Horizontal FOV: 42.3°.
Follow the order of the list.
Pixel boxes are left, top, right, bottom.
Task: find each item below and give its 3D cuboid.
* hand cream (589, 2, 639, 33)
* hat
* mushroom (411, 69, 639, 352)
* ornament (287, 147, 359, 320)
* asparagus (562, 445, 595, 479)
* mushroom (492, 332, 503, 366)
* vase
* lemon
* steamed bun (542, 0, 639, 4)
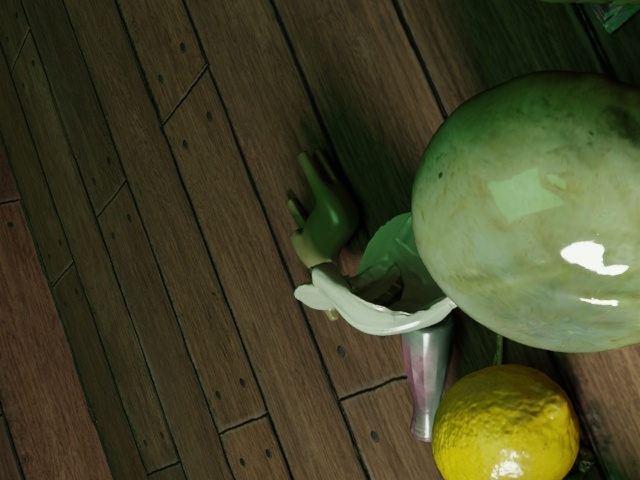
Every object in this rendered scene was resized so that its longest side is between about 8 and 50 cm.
[{"bbox_3d":[0.300,-0.381,0.979,0.275,0.050,0.079,60,166,12],"label":"hand cream"},{"bbox_3d":[0.094,0.072,1.262,0.168,0.257,0.301,57,153,4],"label":"hat"},{"bbox_3d":[0.276,-0.031,0.911,0.352,0.260,0.352,16,144,12],"label":"mushroom"},{"bbox_3d":[0.000,0.000,1.476,0.245,0.061,0.230,61,143,24],"label":"ornament"},{"bbox_3d":[0.337,0.349,1.176,0.036,0.030,0.165,35,130,11],"label":"asparagus"},{"bbox_3d":[0.262,0.104,1.205,0.025,0.028,0.286,5,112,8],"label":"mushroom"},{"bbox_3d":[0.169,0.215,1.315,0.086,0.086,0.214,23,124,47],"label":"vase"},{"bbox_3d":[0.250,0.266,1.135,0.188,0.188,0.257,63,145,17],"label":"lemon"},{"bbox_3d":[0.302,-0.334,0.893,0.110,0.212,0.231,37,-144,-79],"label":"steamed bun"}]
